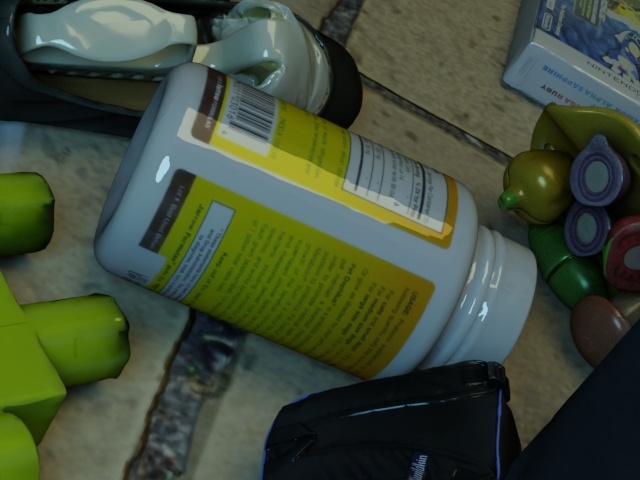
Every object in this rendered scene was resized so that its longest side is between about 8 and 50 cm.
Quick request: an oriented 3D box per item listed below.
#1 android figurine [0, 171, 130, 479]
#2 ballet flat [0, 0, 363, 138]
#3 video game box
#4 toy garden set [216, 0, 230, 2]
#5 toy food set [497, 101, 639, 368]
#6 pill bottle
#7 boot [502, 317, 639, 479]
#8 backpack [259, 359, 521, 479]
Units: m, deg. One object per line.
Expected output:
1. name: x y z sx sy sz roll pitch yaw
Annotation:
1. android figurine: -0.220 0.025 0.642 0.273 0.056 0.248 -4 50 -42
2. ballet flat: -0.073 -0.096 0.848 0.280 0.096 0.095 -1 81 -34
3. video game box: 0.245 -0.141 1.189 0.187 0.048 0.205 31 36 -7
4. toy garden set: -0.164 -0.189 0.932 0.244 0.049 0.203 7 44 -32
5. toy food set: 0.176 0.016 0.904 0.071 0.128 0.218 -25 68 -27
6. pill bottle: 0.000 0.000 0.781 0.215 0.117 0.117 24 37 -13
7. boot: 0.230 0.153 0.498 0.367 0.445 0.146 33 36 0
8. backpack: 0.034 0.117 0.690 0.114 0.084 0.105 -8 33 13
